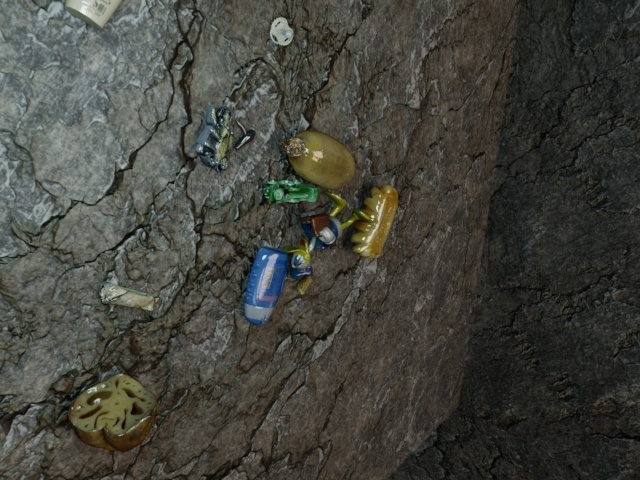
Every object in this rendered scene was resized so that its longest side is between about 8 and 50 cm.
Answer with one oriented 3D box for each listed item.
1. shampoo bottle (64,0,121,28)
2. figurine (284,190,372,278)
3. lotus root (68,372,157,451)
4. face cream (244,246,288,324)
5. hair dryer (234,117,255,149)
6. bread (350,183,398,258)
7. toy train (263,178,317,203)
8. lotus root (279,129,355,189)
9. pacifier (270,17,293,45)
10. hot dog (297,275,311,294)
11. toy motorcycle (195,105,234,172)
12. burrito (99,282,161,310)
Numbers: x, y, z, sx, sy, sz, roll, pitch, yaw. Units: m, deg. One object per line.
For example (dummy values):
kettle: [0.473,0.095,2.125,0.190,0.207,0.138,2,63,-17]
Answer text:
shampoo bottle: [-0.450,-0.586,1.031,0.127,0.078,0.257,25,87,-46]
figurine: [0.000,0.000,1.725,0.338,0.204,0.283,-57,166,1]
lotus root: [-0.542,0.485,1.288,0.199,0.188,0.180,-22,135,-46]
face cream: [-0.185,0.157,1.644,0.149,0.083,0.264,10,97,-50]
hair dryer: [-0.238,-0.319,1.442,0.079,0.031,0.083,-45,122,-16]
bread: [0.218,-0.081,1.995,0.172,0.121,0.312,25,85,-55]
toy train: [-0.102,-0.157,1.601,0.178,0.104,0.071,-9,115,-47]
lotus root: [-0.003,-0.273,1.629,0.342,0.151,0.170,19,90,-54]
pacifier: [-0.109,-0.609,1.439,0.068,0.064,0.083,-45,137,-3]
hot dog: [-0.065,0.165,1.831,0.030,0.034,0.090,64,36,-29]
toy motorcycle: [-0.296,-0.276,1.355,0.124,0.061,0.194,-26,132,-50]
burrito: [-0.506,0.153,1.298,0.171,0.042,0.051,25,89,-54]
